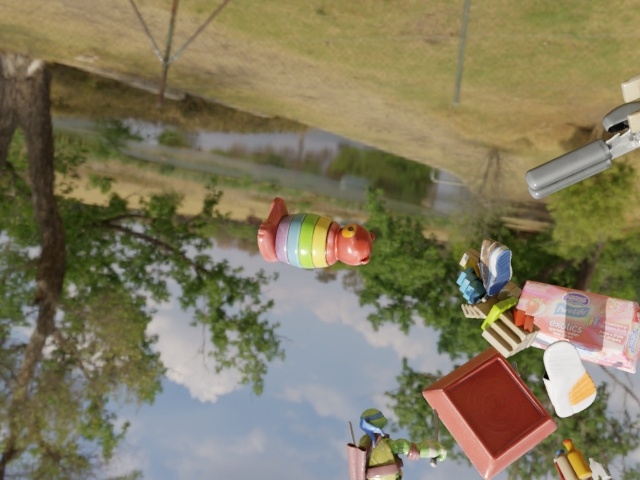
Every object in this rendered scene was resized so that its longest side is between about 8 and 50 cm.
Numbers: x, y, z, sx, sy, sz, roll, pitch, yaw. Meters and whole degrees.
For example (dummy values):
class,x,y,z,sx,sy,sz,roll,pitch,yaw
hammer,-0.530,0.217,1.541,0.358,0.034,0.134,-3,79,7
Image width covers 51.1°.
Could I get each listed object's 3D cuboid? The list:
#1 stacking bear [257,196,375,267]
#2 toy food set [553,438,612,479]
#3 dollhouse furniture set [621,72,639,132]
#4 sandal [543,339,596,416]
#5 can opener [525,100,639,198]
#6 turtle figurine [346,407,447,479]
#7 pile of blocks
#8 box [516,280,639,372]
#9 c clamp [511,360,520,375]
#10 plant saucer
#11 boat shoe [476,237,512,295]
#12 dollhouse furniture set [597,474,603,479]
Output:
class,x,y,z,sx,sy,sz,roll,pitch,yaw
stacking bear,0.000,0.000,1.823,0.288,0.164,0.175,7,-135,15
toy food set,0.730,0.636,1.882,0.111,0.105,0.232,-39,139,24
dollhouse furniture set,0.643,-0.155,1.081,0.259,0.135,0.262,54,-173,-40
sandal,0.561,0.300,1.538,0.101,0.265,0.076,-24,-145,3
can opener,0.540,-0.185,1.339,0.283,0.095,0.076,-25,147,11
turtle figurine,0.155,0.462,1.304,0.197,0.266,0.275,-9,162,3
pile of blocks,0.442,0.125,1.721,0.148,0.113,0.362,3,-141,-19
box,0.680,0.222,1.762,0.299,0.142,0.154,11,159,43
c clamp,0.543,0.426,1.890,0.022,0.161,0.137,8,-179,9
plant saucer,0.430,0.414,1.668,0.258,0.259,0.048,-25,155,-25
boat shoe,0.398,0.057,1.542,0.066,0.183,0.066,-29,-126,-15
dollhouse furniture set,0.633,0.615,1.507,0.058,0.152,0.076,17,-157,14
